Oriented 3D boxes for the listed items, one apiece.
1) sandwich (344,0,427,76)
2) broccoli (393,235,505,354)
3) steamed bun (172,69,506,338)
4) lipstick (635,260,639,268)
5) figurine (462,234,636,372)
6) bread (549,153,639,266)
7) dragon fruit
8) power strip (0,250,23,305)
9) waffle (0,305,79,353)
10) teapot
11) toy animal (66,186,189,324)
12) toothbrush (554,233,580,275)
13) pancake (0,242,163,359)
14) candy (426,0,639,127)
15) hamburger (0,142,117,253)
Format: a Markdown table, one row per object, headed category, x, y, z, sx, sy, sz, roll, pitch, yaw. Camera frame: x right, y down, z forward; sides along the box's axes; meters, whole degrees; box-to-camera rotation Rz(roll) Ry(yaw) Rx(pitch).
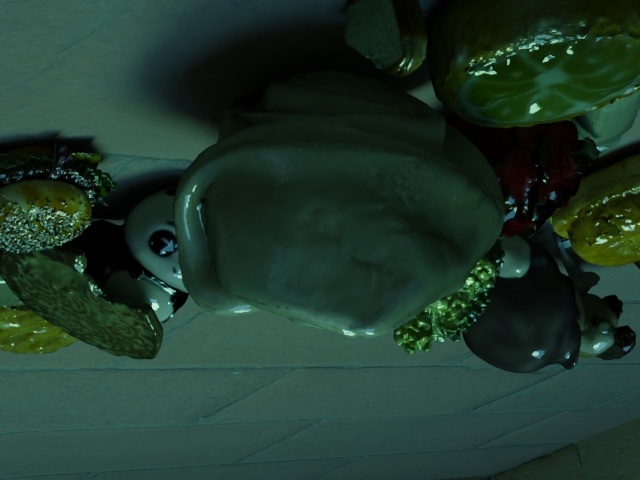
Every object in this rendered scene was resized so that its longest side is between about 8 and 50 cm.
| category | x | y | z | sx | sy | sz | roll | pitch | yaw |
| --- | --- | --- | --- | --- | --- | --- | --- | --- | --- |
| sandwich | 0.066 | -0.206 | 1.444 | 0.035 | 0.105 | 0.093 | 2 | 153 | -35 |
| broccoli | 0.113 | 0.016 | 1.954 | 0.243 | 0.263 | 0.247 | 27 | 167 | -35 |
| steamed bun | 0.010 | -0.059 | 1.570 | 0.342 | 0.255 | 0.367 | 0 | -159 | 24 |
| lipstick | 0.535 | 0.009 | 2.423 | 0.057 | 0.057 | 0.356 | -19 | 160 | 17 |
| figurine | 0.392 | 0.116 | 2.363 | 0.365 | 0.218 | 0.206 | 5 | 157 | -32 |
| bread | 0.454 | -0.047 | 2.113 | 0.236 | 0.120 | 0.198 | -28 | 154 | 36 |
| dragon fruit | 0.227 | -0.089 | 1.776 | 0.182 | 0.182 | 0.188 | -1 | 158 | -30 |
| power strip | -0.403 | 0.043 | 1.913 | 0.256 | 0.070 | 0.105 | -2 | 158 | -24 |
| waffle | -0.450 | 0.109 | 2.087 | 0.168 | 0.057 | 0.274 | -25 | 157 | 33 |
| teapot | 0.357 | -0.182 | 1.750 | 0.107 | 0.077 | 0.200 | -30 | 163 | -8 |
| toy animal | -0.204 | 0.010 | 1.834 | 0.179 | 0.138 | 0.166 | -32 | 131 | 28 |
| toothbrush | 0.434 | 0.041 | 2.498 | 0.030 | 0.025 | 0.342 | -18 | 160 | 9 |
| pancake | -0.300 | 0.076 | 1.809 | 0.235 | 0.029 | 0.212 | 44 | 145 | -24 |
| candy | 0.238 | -0.208 | 1.542 | 0.260 | 0.118 | 0.260 | -6 | 161 | -2 |
| hamburger | -0.327 | -0.045 | 1.672 | 0.189 | 0.093 | 0.164 | -11 | 161 | -11 |
